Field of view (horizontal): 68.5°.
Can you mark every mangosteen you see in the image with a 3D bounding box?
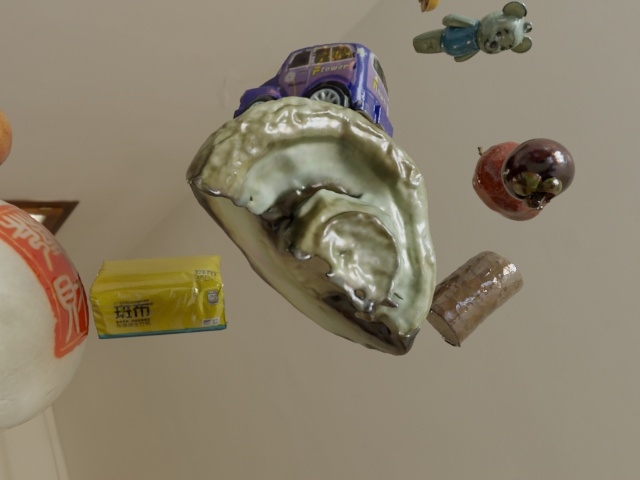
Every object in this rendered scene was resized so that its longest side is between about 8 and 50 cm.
[{"bbox_3d":[0.258,-0.079,0.553,0.081,0.081,0.080,3,-85,40],"label":"mangosteen"}]

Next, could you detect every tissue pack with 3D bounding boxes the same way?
[{"bbox_3d":[-0.351,0.116,1.053,0.192,0.271,0.134,-128,-143,-67],"label":"tissue pack"}]

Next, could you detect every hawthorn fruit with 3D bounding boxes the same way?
[{"bbox_3d":[0.511,-0.174,1.284,0.253,0.205,0.205,48,-59,36],"label":"hawthorn fruit"}]

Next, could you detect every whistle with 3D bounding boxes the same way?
[{"bbox_3d":[0.294,-0.402,0.933,0.236,0.114,0.077,6,-117,36],"label":"whistle"}]

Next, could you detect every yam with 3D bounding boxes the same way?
[{"bbox_3d":[0.200,0.075,0.635,0.127,0.084,0.084,-39,-120,-12],"label":"yam"}]

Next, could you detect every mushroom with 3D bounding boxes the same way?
[{"bbox_3d":[0.011,-0.022,0.480,0.267,0.164,0.189,38,-17,-3],"label":"mushroom"}]

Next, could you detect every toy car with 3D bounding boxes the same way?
[{"bbox_3d":[-0.006,-0.205,0.725,0.235,0.172,0.157,2,-103,23],"label":"toy car"}]

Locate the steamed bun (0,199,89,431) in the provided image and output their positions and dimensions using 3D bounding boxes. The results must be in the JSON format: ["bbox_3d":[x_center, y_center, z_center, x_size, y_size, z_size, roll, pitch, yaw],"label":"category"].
[{"bbox_3d":[-0.492,0.087,0.699,0.374,0.241,0.374,42,-31,32],"label":"steamed bun"}]

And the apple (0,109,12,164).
[{"bbox_3d":[-0.826,-0.251,1.086,0.162,0.201,0.201,-12,-95,47],"label":"apple"}]

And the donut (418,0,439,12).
[{"bbox_3d":[0.316,-0.721,1.365,0.097,0.043,0.108,107,-22,-64],"label":"donut"}]
